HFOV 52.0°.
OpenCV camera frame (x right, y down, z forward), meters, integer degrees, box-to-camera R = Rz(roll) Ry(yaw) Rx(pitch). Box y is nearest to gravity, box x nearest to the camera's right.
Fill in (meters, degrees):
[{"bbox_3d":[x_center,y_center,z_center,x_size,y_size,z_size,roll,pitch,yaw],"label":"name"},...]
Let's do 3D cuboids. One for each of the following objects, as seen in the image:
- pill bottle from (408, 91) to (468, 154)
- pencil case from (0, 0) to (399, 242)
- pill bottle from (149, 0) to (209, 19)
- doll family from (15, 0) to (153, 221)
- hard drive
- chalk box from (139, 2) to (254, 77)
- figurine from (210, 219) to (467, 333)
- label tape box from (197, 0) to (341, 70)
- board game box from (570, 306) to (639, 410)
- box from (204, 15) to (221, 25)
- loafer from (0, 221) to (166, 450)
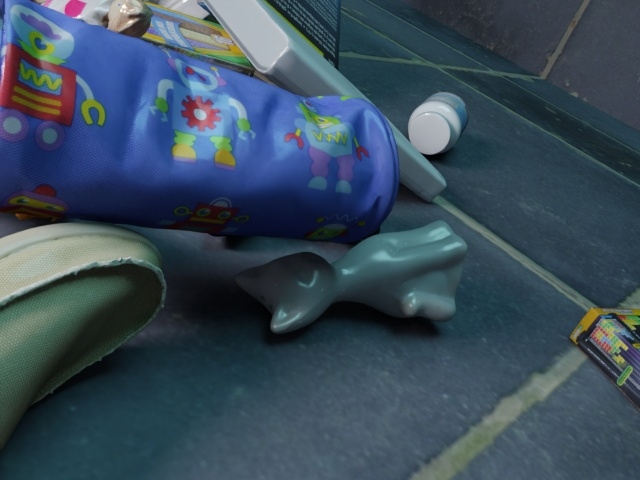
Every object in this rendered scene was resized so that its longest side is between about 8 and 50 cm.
[{"bbox_3d":[0.195,-0.194,1.095,0.087,0.087,0.160,28,28,7],"label":"pill bottle"},{"bbox_3d":[-0.088,-0.069,0.448,0.306,0.119,0.133,6,66,-38],"label":"pencil case"},{"bbox_3d":[-0.273,-0.477,0.997,0.318,0.176,0.176,55,19,-21],"label":"pill bottle"},{"bbox_3d":[-0.215,-0.105,0.532,0.163,0.118,0.262,15,57,18],"label":"doll family"},{"bbox_3d":[0.007,-0.192,0.828,0.353,0.047,0.233,30,20,-49],"label":"hard drive"},{"bbox_3d":[-0.201,-0.175,0.692,0.213,0.132,0.132,11,30,-28],"label":"chalk box"},{"bbox_3d":[0.000,0.000,0.613,0.210,0.092,0.215,-6,40,-32],"label":"figurine"},{"bbox_3d":[-0.070,-0.363,1.013,0.241,0.106,0.333,28,60,-52],"label":"label tape box"},{"bbox_3d":[0.378,0.135,0.705,0.170,0.048,0.141,5,32,-33],"label":"board game box"},{"bbox_3d":[-0.180,-0.534,1.225,0.117,0.242,0.213,-1,38,-41],"label":"box"},{"bbox_3d":[-0.178,0.071,0.324,0.092,0.101,0.269,39,40,23],"label":"loafer"}]
